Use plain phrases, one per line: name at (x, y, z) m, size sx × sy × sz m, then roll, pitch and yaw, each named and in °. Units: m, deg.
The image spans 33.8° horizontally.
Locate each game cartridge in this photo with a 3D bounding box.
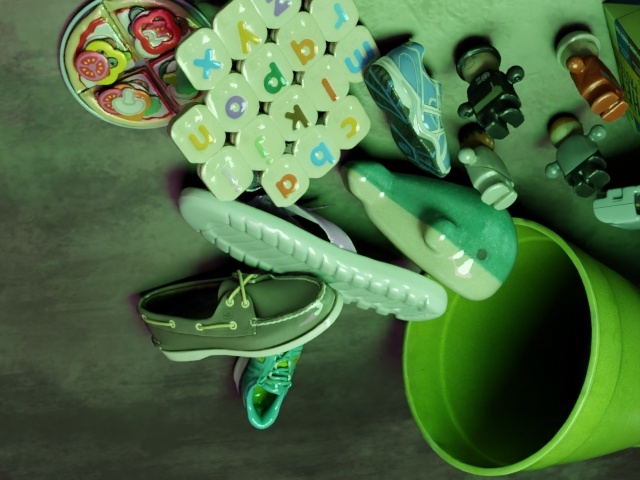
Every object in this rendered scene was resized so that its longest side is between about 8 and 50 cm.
game cartridge at (0.549, -0.058, 1.472) m, size 0.297 × 0.062 × 0.198 m, roll -8°, pitch 170°, yaw 26°

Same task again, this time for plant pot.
plant pot at (0.376, 0.182, 1.593) m, size 0.353 × 0.366 × 0.366 m, roll 15°, pitch 127°, yaw -36°

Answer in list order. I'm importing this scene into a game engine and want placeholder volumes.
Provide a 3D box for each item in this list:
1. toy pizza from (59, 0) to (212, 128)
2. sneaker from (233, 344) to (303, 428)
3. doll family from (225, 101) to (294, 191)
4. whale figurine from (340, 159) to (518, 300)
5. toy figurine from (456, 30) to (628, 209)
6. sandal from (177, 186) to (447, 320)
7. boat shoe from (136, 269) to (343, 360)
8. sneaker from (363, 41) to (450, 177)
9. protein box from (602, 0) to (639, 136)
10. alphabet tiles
toy pizza at (-0.222, -0.218, 1.310) m, size 0.201 × 0.032 × 0.201 m, roll -5°, pitch 132°, yaw -6°
sneaker at (-0.066, 0.181, 1.639) m, size 0.107 × 0.110 × 0.275 m, roll 4°, pitch 129°, yaw -14°
doll family at (-0.077, -0.149, 1.363) m, size 0.111 × 0.076 × 0.193 m, roll -18°, pitch 135°, yaw -9°
whale figurine at (0.156, -0.038, 1.451) m, size 0.272 × 0.216 × 0.141 m, roll 39°, pitch 91°, yaw -8°
toy figurine at (0.282, -0.160, 1.389) m, size 0.213 × 0.148 × 0.209 m, roll -11°, pitch 138°, yaw -4°
sandal at (-0.007, 0.003, 1.494) m, size 0.416 × 0.102 × 0.169 m, roll 25°, pitch 157°, yaw -18°
boat shoe at (-0.123, 0.098, 1.508) m, size 0.324 × 0.116 × 0.097 m, roll -11°, pitch 129°, yaw 33°
sneaker at (0.134, -0.166, 1.382) m, size 0.081 × 0.080 × 0.211 m, roll -46°, pitch 135°, yaw -17°
protein box at (0.499, -0.233, 1.363) m, size 0.200 × 0.136 × 0.201 m, roll -21°, pitch 131°, yaw 7°
alphabet tiles at (-0.053, -0.183, 1.295) m, size 0.284 × 0.021 × 0.278 m, roll -44°, pitch 131°, yaw -10°
